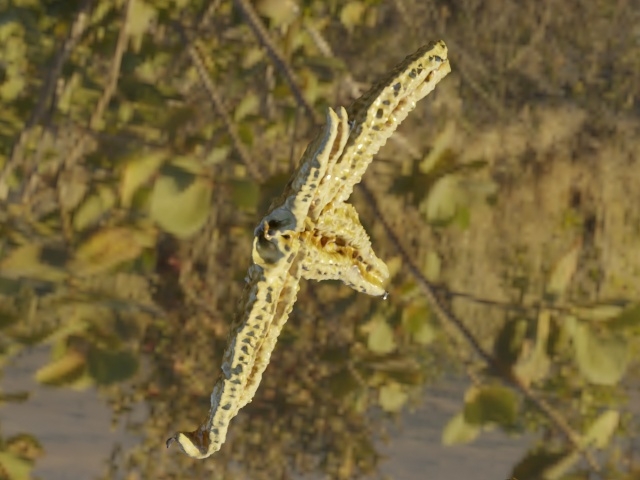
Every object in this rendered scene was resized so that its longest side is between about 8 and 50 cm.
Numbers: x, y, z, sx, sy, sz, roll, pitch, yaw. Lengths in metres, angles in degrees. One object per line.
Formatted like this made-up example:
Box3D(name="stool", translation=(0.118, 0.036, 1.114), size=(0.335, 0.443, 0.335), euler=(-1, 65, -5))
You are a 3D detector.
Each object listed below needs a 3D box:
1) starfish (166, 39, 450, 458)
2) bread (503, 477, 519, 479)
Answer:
Box3D(name="starfish", translation=(0.000, 0.000, 1.473), size=(0.082, 0.432, 0.324), euler=(29, -148, 19))
Box3D(name="bread", translation=(0.044, 0.213, 0.894), size=(0.128, 0.088, 0.232), euler=(-25, 170, 32))
